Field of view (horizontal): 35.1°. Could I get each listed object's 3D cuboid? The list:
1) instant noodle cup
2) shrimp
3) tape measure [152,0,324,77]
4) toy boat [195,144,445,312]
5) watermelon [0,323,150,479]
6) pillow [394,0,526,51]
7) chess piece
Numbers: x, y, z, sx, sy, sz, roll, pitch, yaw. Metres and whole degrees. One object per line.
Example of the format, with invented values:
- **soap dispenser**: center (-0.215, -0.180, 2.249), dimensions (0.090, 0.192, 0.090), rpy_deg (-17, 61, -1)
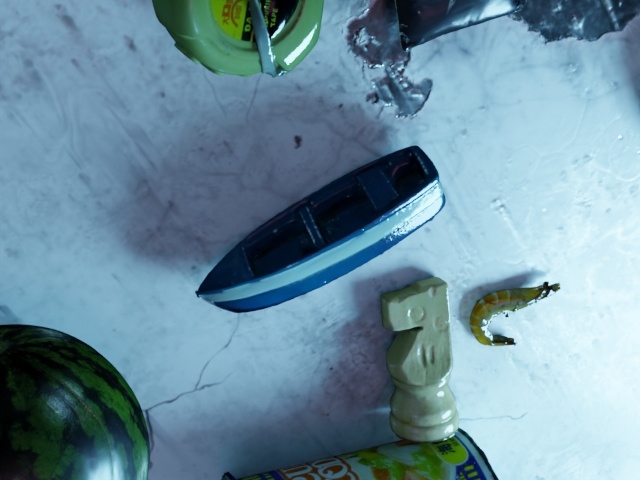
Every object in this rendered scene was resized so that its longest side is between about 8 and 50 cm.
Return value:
- **instant noodle cup**: center (0.065, 0.378, 1.280), dimensions (0.313, 0.284, 0.284), rpy_deg (-17, 123, -16)
- **shrimp**: center (0.251, 0.092, 1.293), dimensions (0.127, 0.025, 0.091), rpy_deg (-23, 124, 3)
- **tape measure**: center (-0.072, -0.244, 0.953), dimensions (0.175, 0.106, 0.199), rpy_deg (-9, 124, -28)
- **toy boat**: center (0.000, 0.000, 1.125), dimensions (0.299, 0.096, 0.061), rpy_deg (-29, 132, 4)
- **watermelon**: center (-0.318, 0.227, 1.046), dimensions (0.285, 0.285, 0.285), rpy_deg (-8, 121, -13)
- **pillow**: center (0.120, -0.302, 1.004), dimensions (0.141, 0.055, 0.208), rpy_deg (-19, 123, 2)
- **chess piece**: center (0.124, 0.145, 1.262), dimensions (0.090, 0.090, 0.200), rpy_deg (-10, 111, -11)
